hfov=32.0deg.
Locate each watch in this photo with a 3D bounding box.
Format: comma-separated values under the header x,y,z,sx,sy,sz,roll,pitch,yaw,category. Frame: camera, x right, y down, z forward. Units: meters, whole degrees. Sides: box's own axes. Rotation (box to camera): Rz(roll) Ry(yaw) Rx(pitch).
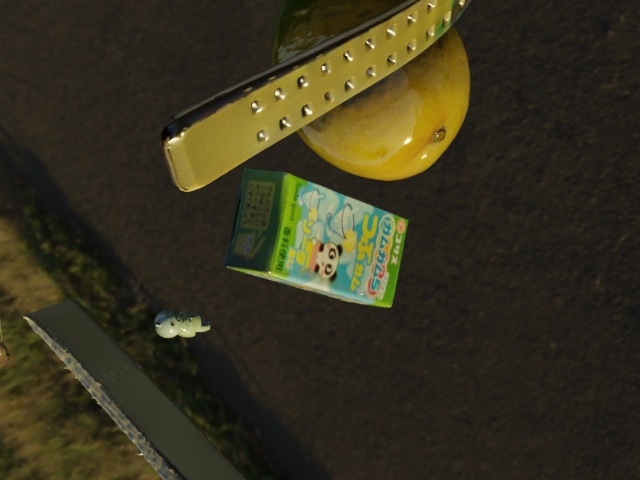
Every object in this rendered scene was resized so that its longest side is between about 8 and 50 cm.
x,y,z,sx,sy,sz,roll,pitch,yaw,category
-0.013,-0.158,0.616,0.165,0.268,0.102,48,161,22,watch

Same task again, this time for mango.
x,y,z,sx,sy,sz,roll,pitch,yaw,category
0.027,-0.120,0.755,0.194,0.130,0.092,49,175,45,mango

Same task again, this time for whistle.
x,y,z,sx,sy,sz,roll,pitch,yaw,category
-0.172,0.104,1.391,0.035,0.100,0.035,-3,84,33,whistle

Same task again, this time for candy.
x,y,z,sx,sy,sz,roll,pitch,yaw,category
0.000,0.000,1.072,0.062,0.194,0.097,5,82,40,candy

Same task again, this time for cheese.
x,y,z,sx,sy,sz,roll,pitch,yaw,category
-0.223,0.204,1.374,0.400,0.085,0.034,41,124,27,cheese

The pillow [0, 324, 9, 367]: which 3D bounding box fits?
x,y,z,sx,sy,sz,roll,pitch,yaw,category
-0.277,-0.088,0.583,0.312,0.119,0.310,71,177,-72,pillow
